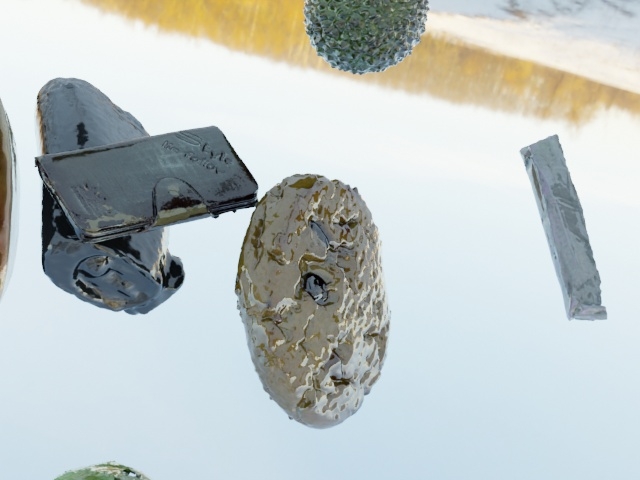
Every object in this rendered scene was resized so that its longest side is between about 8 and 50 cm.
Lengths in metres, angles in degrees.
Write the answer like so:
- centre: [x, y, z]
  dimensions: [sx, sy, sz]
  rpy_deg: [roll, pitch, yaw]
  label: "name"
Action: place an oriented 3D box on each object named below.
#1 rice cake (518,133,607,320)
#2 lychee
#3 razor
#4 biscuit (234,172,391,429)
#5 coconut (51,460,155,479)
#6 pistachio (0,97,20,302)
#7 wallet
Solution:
- centre: [0.305, -0.021, 0.963]
  dimensions: [0.055, 0.049, 0.270]
  rpy_deg: [-6, -116, -5]
  label: "rice cake"
- centre: [0.060, -0.285, 0.966]
  dimensions: [0.171, 0.171, 0.171]
  rpy_deg: [13, -162, -4]
  label: "lychee"
- centre: [-0.264, -0.064, 0.933]
  dimensions: [0.189, 0.107, 0.327]
  rpy_deg: [39, -159, -42]
  label: "razor"
- centre: [0.009, 0.066, 0.868]
  dimensions: [0.075, 0.296, 0.296]
  rpy_deg: [-7, -175, 32]
  label: "biscuit"
- centre: [-0.167, 0.236, 0.629]
  dimensions: [0.158, 0.055, 0.133]
  rpy_deg: [31, -166, 14]
  label: "coconut"
- centre: [-0.420, -0.029, 0.833]
  dimensions: [0.213, 0.318, 0.193]
  rpy_deg: [21, -166, 21]
  label: "pistachio"
- centre: [-0.177, -0.068, 0.827]
  dimensions: [0.232, 0.031, 0.122]
  rpy_deg: [-17, -119, -42]
  label: "wallet"
